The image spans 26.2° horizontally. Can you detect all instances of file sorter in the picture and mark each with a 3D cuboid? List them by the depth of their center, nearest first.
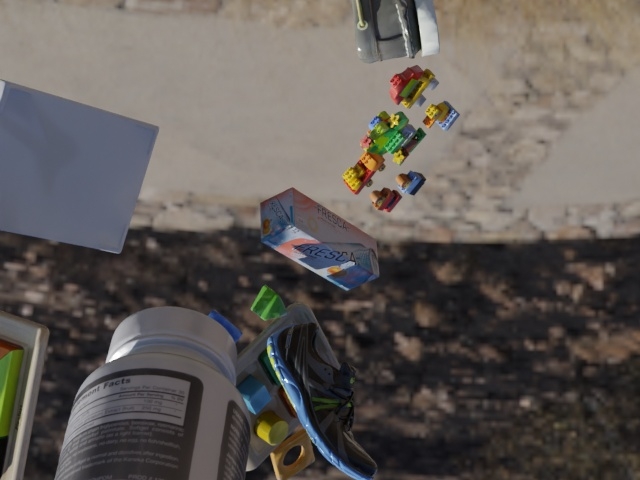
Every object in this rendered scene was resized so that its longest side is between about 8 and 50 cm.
[{"bbox_3d":[-0.405,-0.116,1.931,0.173,0.193,0.277,22,-175,40],"label":"file sorter"}]

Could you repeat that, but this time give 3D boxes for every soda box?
[{"bbox_3d":[0.000,0.000,1.794,0.058,0.063,0.183,-24,144,32],"label":"soda box"}]

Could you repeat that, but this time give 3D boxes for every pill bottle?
[{"bbox_3d":[-0.158,0.218,1.289,0.176,0.318,0.176,3,134,3],"label":"pill bottle"}]

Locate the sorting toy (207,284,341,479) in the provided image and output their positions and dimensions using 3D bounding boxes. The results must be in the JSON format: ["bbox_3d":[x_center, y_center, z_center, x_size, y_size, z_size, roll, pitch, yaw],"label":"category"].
[{"bbox_3d":[-0.057,0.204,1.832,0.047,0.196,0.348,34,158,43],"label":"sorting toy"}]

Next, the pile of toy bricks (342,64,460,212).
[{"bbox_3d":[0.098,-0.141,1.958,0.105,0.118,0.212,10,124,-50],"label":"pile of toy bricks"}]

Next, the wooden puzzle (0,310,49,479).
[{"bbox_3d":[-0.417,0.182,1.597,0.238,0.221,0.044,16,-173,37],"label":"wooden puzzle"}]

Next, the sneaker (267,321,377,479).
[{"bbox_3d":[0.011,0.171,1.466,0.078,0.188,0.067,-28,169,-2],"label":"sneaker"}]

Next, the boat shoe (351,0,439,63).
[{"bbox_3d":[0.052,-0.311,1.522,0.091,0.305,0.109,-15,140,-1],"label":"boat shoe"}]
